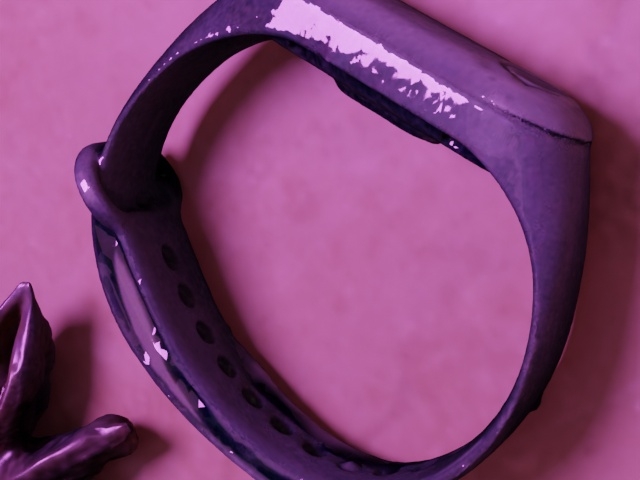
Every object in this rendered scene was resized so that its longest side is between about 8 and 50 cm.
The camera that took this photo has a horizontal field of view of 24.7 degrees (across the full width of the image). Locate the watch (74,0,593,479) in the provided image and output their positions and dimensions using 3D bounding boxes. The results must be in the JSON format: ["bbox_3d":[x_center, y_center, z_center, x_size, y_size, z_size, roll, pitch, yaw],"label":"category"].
[{"bbox_3d":[0.000,0.000,0.572,0.206,0.068,0.193,31,108,18],"label":"watch"}]

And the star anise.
[{"bbox_3d":[-0.180,0.116,0.663,0.262,0.081,0.230,21,105,11],"label":"star anise"}]
